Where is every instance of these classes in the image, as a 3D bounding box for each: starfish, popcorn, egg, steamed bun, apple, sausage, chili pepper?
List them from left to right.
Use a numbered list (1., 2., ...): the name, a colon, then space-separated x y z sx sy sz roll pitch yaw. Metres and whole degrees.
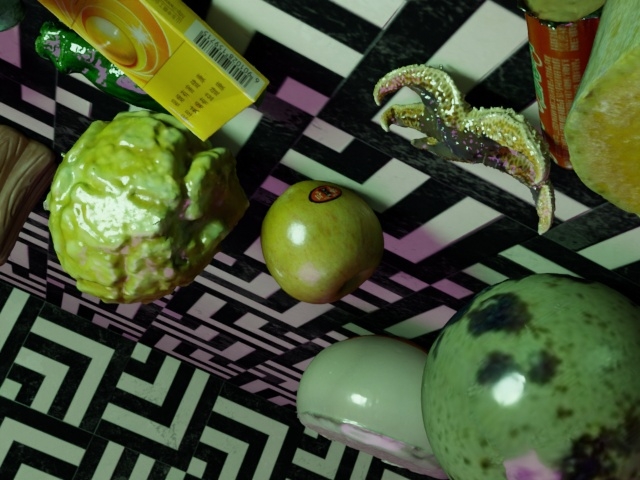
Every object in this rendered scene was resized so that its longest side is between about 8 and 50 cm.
1. chili pepper: -0.246 -0.208 1.041 0.224 0.061 0.098 26 159 -6
2. popcorn: -0.245 -0.039 1.146 0.247 0.282 0.282 35 160 6
3. apple: 0.000 0.000 1.166 0.155 0.182 0.182 48 165 16
4. steamed bun: 0.142 0.322 1.692 0.374 0.241 0.374 17 163 5
5. starfish: 0.160 -0.101 0.856 0.216 0.071 0.238 38 178 -22
6. egg: 0.310 0.220 1.148 0.344 0.345 0.428 19 172 8
7. sausage: 0.226 -0.135 0.732 0.083 0.083 0.264 12 158 25

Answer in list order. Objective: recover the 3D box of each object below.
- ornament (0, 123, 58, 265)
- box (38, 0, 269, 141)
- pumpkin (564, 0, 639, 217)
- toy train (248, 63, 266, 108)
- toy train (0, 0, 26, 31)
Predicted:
1. ornament: -0.603 -0.083 1.471 0.235 0.218 0.221 4 154 37
2. box: -0.194 -0.228 0.907 0.269 0.043 0.152 42 151 -17
3. pumpkin: 0.332 -0.131 0.509 0.332 0.199 0.332 15 165 4
4. toy train: -0.110 -0.186 0.993 0.093 0.038 0.056 10 159 28
5. toy train: -0.385 -0.332 0.762 0.221 0.150 0.304 29 154 25
